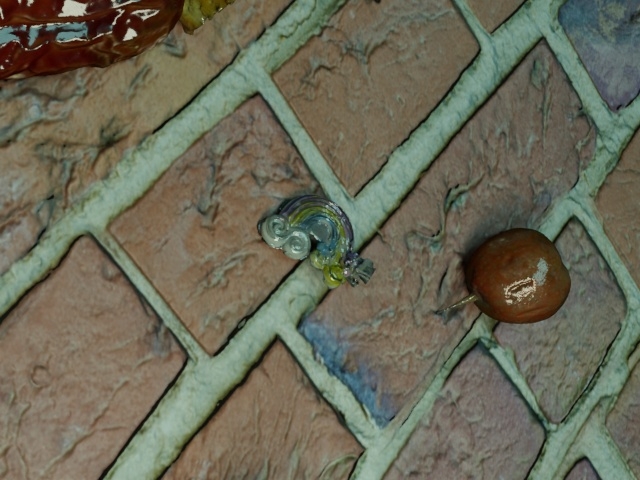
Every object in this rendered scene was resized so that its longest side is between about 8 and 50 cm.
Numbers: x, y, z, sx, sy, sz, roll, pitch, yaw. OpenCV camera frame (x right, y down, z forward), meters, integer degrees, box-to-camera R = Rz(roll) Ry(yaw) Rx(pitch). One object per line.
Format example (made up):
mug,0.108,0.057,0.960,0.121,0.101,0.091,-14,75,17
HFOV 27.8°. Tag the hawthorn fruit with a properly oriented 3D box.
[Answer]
hawthorn fruit,0.281,0.058,1.888,0.189,0.149,0.149,-21,96,-43

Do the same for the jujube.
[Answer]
jujube,-0.310,-0.283,1.440,0.342,0.216,0.216,-21,96,-25

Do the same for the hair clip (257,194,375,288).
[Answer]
hair clip,0.000,0.000,1.740,0.172,0.049,0.116,41,46,-18

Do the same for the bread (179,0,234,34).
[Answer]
bread,-0.121,-0.386,1.636,0.139,0.143,0.229,50,54,-23
